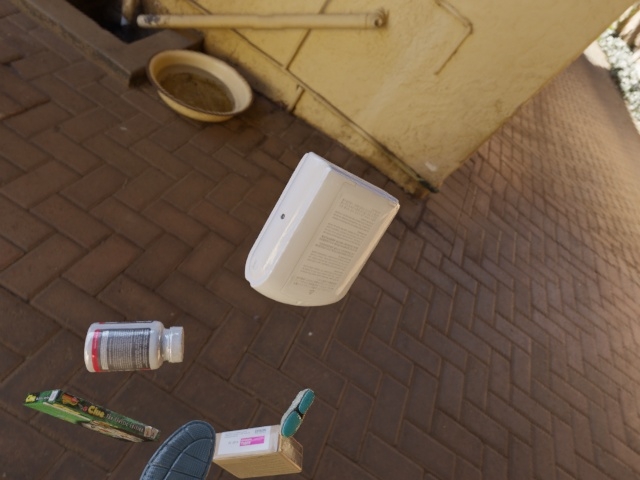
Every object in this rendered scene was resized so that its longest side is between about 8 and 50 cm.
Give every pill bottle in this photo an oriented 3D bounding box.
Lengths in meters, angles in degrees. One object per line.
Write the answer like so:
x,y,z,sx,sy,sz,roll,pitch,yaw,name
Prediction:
-0.671,0.386,1.605,0.318,0.176,0.176,1,55,-12,pill bottle

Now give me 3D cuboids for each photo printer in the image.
0.000,0.000,0.919,0.256,0.308,0.107,18,18,-43,photo printer

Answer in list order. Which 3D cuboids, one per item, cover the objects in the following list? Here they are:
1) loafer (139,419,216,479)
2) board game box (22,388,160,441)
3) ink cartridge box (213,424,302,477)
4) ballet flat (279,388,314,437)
-0.255,0.425,0.698,0.096,0.084,0.268,24,46,0,loafer
-0.497,0.392,0.962,0.260,0.136,0.030,47,43,-37,board game box
-0.199,0.680,1.400,0.088,0.234,0.193,-87,158,-45,ink cartridge box
-0.074,0.495,1.246,0.168,0.052,0.057,-43,106,-47,ballet flat
